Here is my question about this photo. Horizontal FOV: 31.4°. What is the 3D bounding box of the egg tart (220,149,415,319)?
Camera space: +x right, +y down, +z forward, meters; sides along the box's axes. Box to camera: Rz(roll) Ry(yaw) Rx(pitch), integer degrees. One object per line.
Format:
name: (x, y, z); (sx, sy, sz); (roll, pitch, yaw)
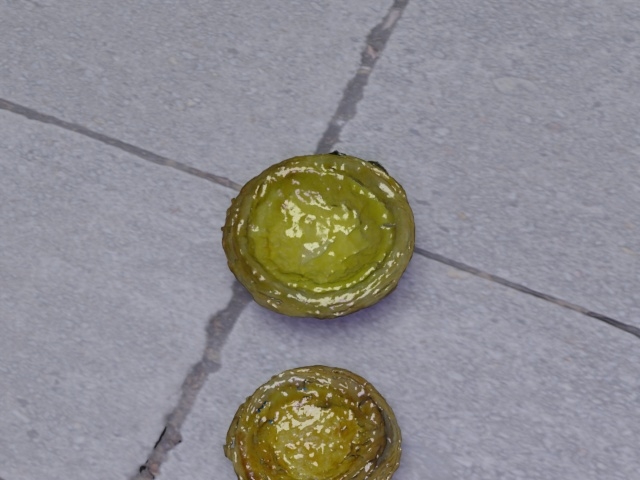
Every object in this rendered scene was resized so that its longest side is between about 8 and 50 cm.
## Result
egg tart: (0.000, 0.000, 2.006); (0.346, 0.132, 0.345); (-3, 64, 7)

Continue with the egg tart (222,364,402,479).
egg tart: (-0.013, 0.340, 1.861); (0.291, 0.107, 0.290); (-3, 59, 5)
